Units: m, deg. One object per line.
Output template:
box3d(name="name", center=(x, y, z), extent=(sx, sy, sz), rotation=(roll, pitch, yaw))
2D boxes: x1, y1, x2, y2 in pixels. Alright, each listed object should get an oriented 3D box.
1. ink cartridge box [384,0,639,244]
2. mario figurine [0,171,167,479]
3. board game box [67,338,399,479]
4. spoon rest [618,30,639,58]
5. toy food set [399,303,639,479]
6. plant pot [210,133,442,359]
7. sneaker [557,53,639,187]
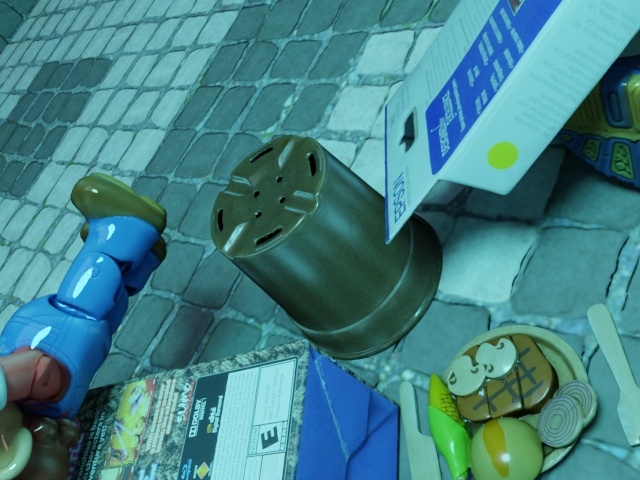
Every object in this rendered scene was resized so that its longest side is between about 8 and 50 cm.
box3d(name="ink cartridge box", center=(0.162, -0.171, 0.624), extent=(0.307, 0.072, 0.303), rotation=(-58, 12, 30))
box3d(name="mario figurine", center=(-0.247, 0.094, 0.575), extent=(0.170, 0.198, 0.320), rotation=(3, 56, 28))
box3d(name="board game box", center=(-0.098, 0.235, 0.583), extent=(0.291, 0.141, 0.232), rotation=(-17, 50, 32))
box3d(name="spoon rest", center=(0.341, -0.245, 0.613), extent=(0.276, 0.084, 0.137), rotation=(-49, 40, -2))
box3d(name="toy food set", center=(0.139, 0.120, 0.543), extent=(0.192, 0.038, 0.132), rotation=(-29, 45, 22))
box3d(name="plant pot", center=(0.000, 0.000, 0.662), extent=(0.167, 0.165, 0.167), rotation=(-22, 48, 26))
box3d(name="sneaker", center=(0.322, -0.110, 0.525), extent=(0.296, 0.112, 0.131), rotation=(9, 56, 36))
